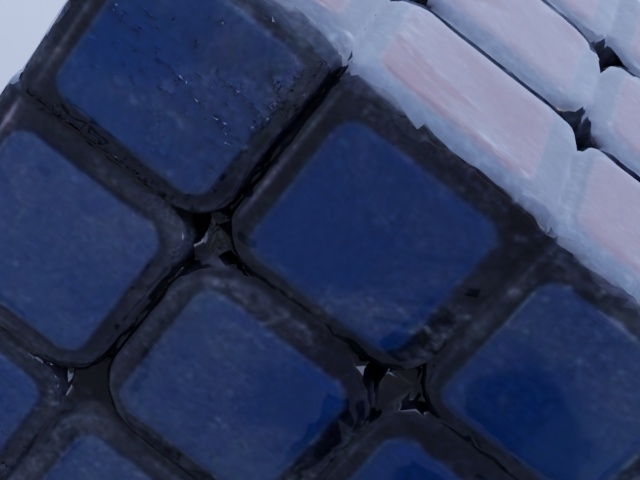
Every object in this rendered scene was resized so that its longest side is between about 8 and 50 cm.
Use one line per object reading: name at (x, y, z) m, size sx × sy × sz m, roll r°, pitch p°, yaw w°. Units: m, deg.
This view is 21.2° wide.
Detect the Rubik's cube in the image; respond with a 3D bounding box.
Rubik's cube at (0.000, 0.000, 0.817) m, size 0.305 × 0.304 × 0.301 m, roll 40°, pitch -61°, yaw -3°
